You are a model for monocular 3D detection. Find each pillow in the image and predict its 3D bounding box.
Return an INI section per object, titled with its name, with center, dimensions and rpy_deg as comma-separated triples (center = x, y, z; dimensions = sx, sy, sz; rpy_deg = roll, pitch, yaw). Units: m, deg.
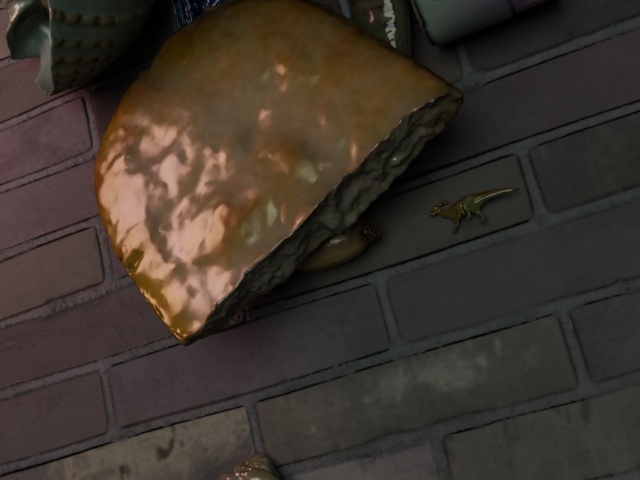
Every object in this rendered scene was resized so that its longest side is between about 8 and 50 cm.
[pillow]
center = 0.074, -0.253, 1.170
dimensions = 0.093, 0.051, 0.241
rpy_deg = -6, 88, 39

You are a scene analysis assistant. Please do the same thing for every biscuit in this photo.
[biscuit]
center = -0.103, -0.113, 1.161
dimensions = 0.429, 0.104, 0.446
rpy_deg = -51, 52, 3

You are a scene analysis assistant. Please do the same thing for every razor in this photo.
[razor]
center = -0.060, -0.370, 1.243
dimensions = 0.324, 0.056, 0.093
rpy_deg = -11, 96, 26

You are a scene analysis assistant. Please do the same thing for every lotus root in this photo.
[lotus root]
center = 0.000, 0.000, 1.141
dimensions = 0.150, 0.062, 0.073
rpy_deg = -15, 77, 22

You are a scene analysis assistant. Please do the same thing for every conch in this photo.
[conch]
center = -0.329, -0.364, 1.263
dimensions = 0.215, 0.319, 0.303
rpy_deg = -13, 52, -20

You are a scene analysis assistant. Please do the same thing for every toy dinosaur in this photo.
[toy dinosaur]
center = 0.183, -0.038, 1.102
dimensions = 0.113, 0.026, 0.041
rpy_deg = -14, 56, 26

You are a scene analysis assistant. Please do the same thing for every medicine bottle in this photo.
[medicine bottle]
center = 0.191, -0.322, 1.107
dimensions = 0.168, 0.135, 0.135
rpy_deg = -18, 72, 16

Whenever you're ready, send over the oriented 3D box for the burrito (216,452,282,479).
[burrito]
center = -0.027, 0.373, 1.071
dimensions = 0.082, 0.059, 0.275
rpy_deg = -36, 68, -6
